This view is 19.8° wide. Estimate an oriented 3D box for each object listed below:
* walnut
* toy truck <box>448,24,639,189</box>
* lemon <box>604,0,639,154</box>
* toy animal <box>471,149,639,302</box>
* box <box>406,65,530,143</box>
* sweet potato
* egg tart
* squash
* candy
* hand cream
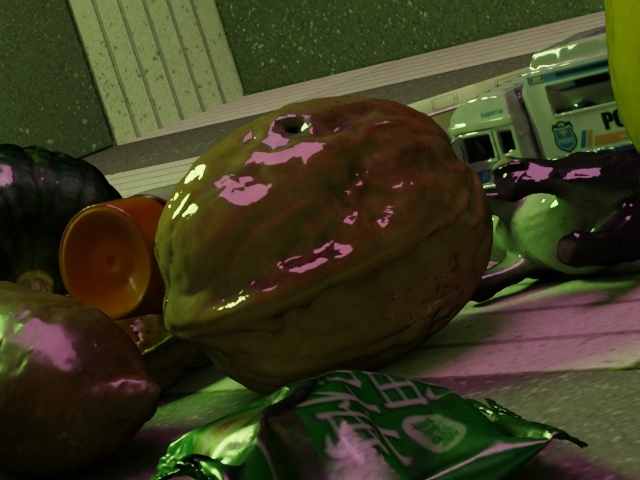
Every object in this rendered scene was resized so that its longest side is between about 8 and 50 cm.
[{"bbox_3d":[0.000,0.000,1.265,0.245,0.198,0.198,-29,11,-10],"label":"walnut"},{"bbox_3d":[0.228,-0.098,1.518,0.268,0.155,0.124,-10,13,45],"label":"toy truck"},{"bbox_3d":[0.312,-0.118,0.971,0.348,0.348,0.348,-17,9,3],"label":"lemon"},{"bbox_3d":[0.166,-0.014,1.346,0.121,0.094,0.225,-10,-7,-29],"label":"toy animal"},{"bbox_3d":[0.137,-0.080,1.691,0.247,0.129,0.033,-17,37,13],"label":"box"},{"bbox_3d":[-0.249,0.083,1.330,0.130,0.130,0.422,-23,21,-31],"label":"sweet potato"},{"bbox_3d":[-0.182,0.082,1.462,0.212,0.090,0.212,-20,6,2],"label":"egg tart"},{"bbox_3d":[-0.263,0.018,1.601,0.218,0.218,0.172,-20,3,-16],"label":"squash"},{"bbox_3d":[0.019,0.112,0.926,0.203,0.078,0.141,-8,17,-15],"label":"candy"},{"bbox_3d":[-0.070,-0.006,1.429,0.089,0.140,0.314,15,11,31],"label":"hand cream"}]
